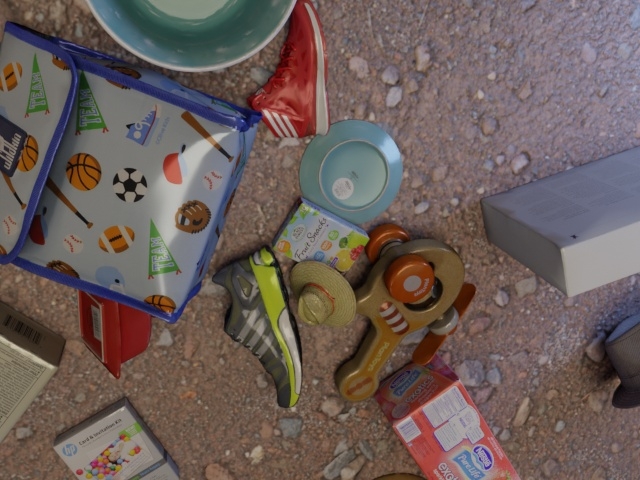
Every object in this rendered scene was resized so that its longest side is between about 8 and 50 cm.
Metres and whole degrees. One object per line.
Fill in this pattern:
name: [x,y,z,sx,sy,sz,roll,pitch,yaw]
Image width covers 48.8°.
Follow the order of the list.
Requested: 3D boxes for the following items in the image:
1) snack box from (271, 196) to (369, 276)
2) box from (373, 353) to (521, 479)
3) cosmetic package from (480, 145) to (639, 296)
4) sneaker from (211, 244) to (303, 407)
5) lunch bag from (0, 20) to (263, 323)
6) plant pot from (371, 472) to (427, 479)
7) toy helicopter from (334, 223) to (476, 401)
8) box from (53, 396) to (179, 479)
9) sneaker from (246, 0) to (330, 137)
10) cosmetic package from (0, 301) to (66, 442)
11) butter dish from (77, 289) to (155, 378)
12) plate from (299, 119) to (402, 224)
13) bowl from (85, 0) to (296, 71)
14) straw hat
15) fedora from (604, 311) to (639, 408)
snack box: [0.000,0.000,1.237,0.141,0.037,0.100,28,107,-19]
box: [0.246,0.381,1.358,0.154,0.142,0.300,-34,111,-1]
cosmetic package: [0.512,-0.052,1.214,0.377,0.284,0.098,-18,109,-6]
sneaker: [-0.104,0.160,1.244,0.121,0.111,0.300,-13,104,2]
lunch bag: [-0.326,-0.103,1.042,0.385,0.239,0.328,22,101,-2]
plant pot: [0.151,0.592,1.459,0.236,0.032,0.237,-4,106,-12]
toy helicopter: [0.146,0.156,1.297,0.234,0.140,0.355,18,112,-26]
box: [-0.365,0.395,1.278,0.145,0.038,0.186,-30,109,-3]
sneaker: [-0.057,-0.267,1.125,0.128,0.087,0.221,-11,107,-11]
cosmetic package: [-0.576,0.263,1.151,0.160,0.113,0.309,38,96,-20]
butter dish: [-0.324,0.121,1.164,0.118,0.159,0.160,-11,114,-36]
plate: [0.057,-0.114,1.229,0.188,0.024,0.188,-4,107,-13]
bowl: [-0.188,-0.406,1.011,0.311,0.163,0.312,-4,108,-11]
straw hat: [-0.009,0.111,1.221,0.061,0.144,0.145,-47,118,-43]
fedora: [0.659,0.200,1.383,0.275,0.244,0.124,-33,81,1]
